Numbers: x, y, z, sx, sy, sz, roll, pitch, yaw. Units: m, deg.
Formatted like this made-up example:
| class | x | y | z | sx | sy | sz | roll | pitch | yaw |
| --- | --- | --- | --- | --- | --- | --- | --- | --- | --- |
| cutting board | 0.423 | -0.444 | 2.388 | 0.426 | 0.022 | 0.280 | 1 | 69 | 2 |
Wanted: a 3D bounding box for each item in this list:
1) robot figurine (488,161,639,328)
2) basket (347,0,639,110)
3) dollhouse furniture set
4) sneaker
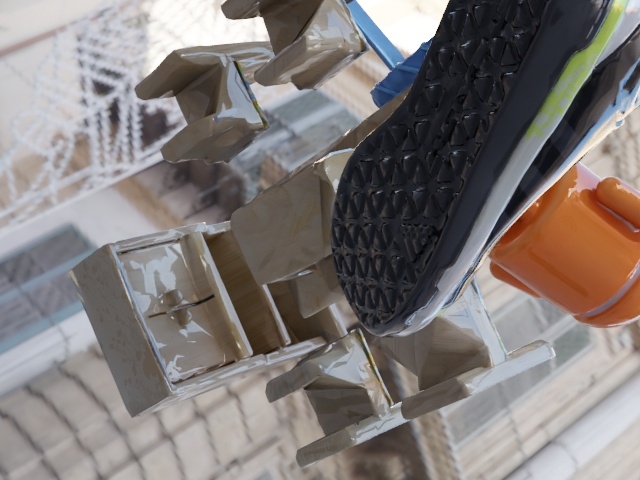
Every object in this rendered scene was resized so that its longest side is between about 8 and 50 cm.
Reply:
| class | x | y | z | sx | sy | sz | roll | pitch | yaw |
| --- | --- | --- | --- | --- | --- | --- | --- | --- | --- |
| robot figurine | 0.246 | 0.002 | 1.196 | 0.219 | 0.158 | 0.128 | 34 | 13 | -16 |
| basket | 0.140 | -0.199 | 1.055 | 0.289 | 0.201 | 0.255 | 53 | -43 | -5 |
| dollhouse furniture set | 0.000 | 0.000 | 1.129 | 0.394 | 0.256 | 0.362 | -32 | -101 | 41 |
| sneaker | 0.086 | -0.040 | 0.526 | 0.234 | 0.097 | 0.084 | -59 | -137 | 42 |
